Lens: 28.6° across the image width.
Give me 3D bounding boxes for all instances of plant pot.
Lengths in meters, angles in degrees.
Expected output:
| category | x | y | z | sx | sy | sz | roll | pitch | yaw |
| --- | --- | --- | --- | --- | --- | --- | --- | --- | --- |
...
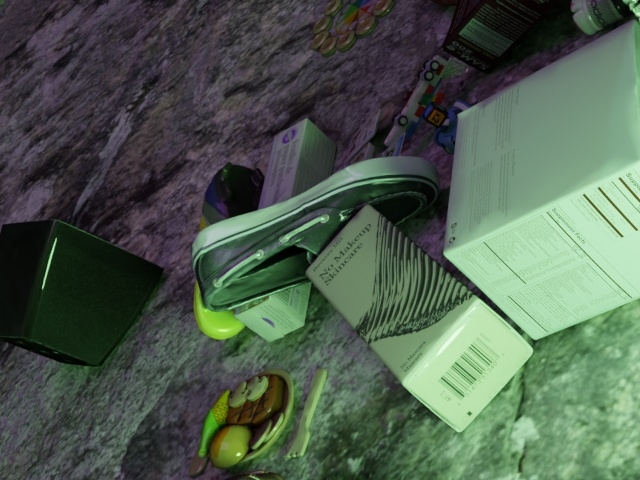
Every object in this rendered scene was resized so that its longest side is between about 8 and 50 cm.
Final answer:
| category | x | y | z | sx | sy | sz | roll | pitch | yaw |
| --- | --- | --- | --- | --- | --- | --- | --- | --- | --- |
| plant pot | -0.369 | 0.084 | 1.811 | 0.188 | 0.187 | 0.167 | -4 | 65 | 52 |

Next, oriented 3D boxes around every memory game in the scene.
| category | x | y | z | sx | sy | sz | roll | pitch | yaw |
| --- | --- | --- | --- | --- | --- | --- | --- | --- | --- |
| memory game | 0.054 | -0.353 | 1.903 | 0.186 | 0.012 | 0.186 | -34 | 32 | 25 |

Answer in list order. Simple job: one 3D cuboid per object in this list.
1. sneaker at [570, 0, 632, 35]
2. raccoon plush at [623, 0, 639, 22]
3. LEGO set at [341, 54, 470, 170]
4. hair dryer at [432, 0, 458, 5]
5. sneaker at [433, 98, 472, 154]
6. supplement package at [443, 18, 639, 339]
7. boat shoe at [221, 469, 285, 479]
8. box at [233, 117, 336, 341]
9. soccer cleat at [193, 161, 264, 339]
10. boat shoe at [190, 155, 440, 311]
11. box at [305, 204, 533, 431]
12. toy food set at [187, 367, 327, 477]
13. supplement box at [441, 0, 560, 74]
| category | x | y | z | sx | sy | sz | roll | pitch | yaw |
| --- | --- | --- | --- | --- | --- | --- | --- | --- | --- |
| sneaker | 0.337 | -0.303 | 1.410 | 0.075 | 0.063 | 0.170 | -9 | 47 | 41 |
| raccoon plush | 0.423 | -0.227 | 0.985 | 0.299 | 0.216 | 0.446 | -43 | 57 | 29 |
| LEGO set | 0.095 | -0.117 | 1.523 | 0.244 | 0.060 | 0.182 | -45 | 22 | 48 |
| hair dryer | 0.221 | -0.399 | 1.694 | 0.293 | 0.080 | 0.223 | -5 | 37 | 42 |
| sneaker | 0.171 | -0.115 | 1.422 | 0.059 | 0.053 | 0.144 | -44 | 20 | 2 |
| supplement package | 0.241 | -0.052 | 1.150 | 0.203 | 0.149 | 0.194 | -27 | 36 | 34 |
| boat shoe | -0.123 | 0.298 | 1.329 | 0.207 | 0.073 | 0.073 | -25 | 0 | 31 |
| box | -0.040 | -0.019 | 1.585 | 0.063 | 0.067 | 0.324 | -27 | 37 | 33 |
| soccer cleat | -0.119 | 0.026 | 1.644 | 0.121 | 0.093 | 0.289 | 116 | 163 | -45 |
| boat shoe | 0.000 | 0.000 | 1.421 | 0.301 | 0.108 | 0.102 | -19 | 51 | 3 |
| box | 0.091 | 0.070 | 1.268 | 0.113 | 0.094 | 0.275 | -49 | 29 | 1 |
| toy food set | -0.082 | 0.197 | 1.412 | 0.192 | 0.038 | 0.132 | -20 | 40 | 42 |
| supplement box | 0.240 | -0.314 | 1.463 | 0.239 | 0.073 | 0.130 | -44 | 21 | 55 |
